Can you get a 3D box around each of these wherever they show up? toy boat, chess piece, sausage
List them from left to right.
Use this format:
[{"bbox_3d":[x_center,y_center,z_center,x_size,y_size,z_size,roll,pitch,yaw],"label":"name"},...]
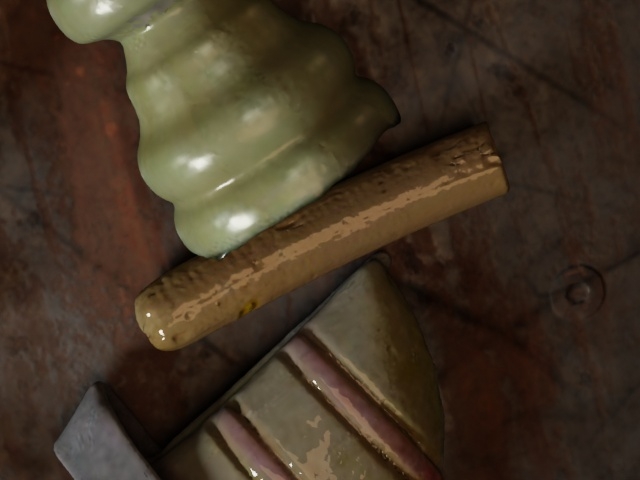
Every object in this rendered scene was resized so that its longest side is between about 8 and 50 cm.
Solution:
[{"bbox_3d":[-0.109,-0.169,1.331,0.182,0.182,0.330,-36,102,-1],"label":"chess piece"},{"bbox_3d":[-0.026,0.192,1.443,0.293,0.111,0.276,-24,90,0],"label":"toy boat"},{"bbox_3d":[0.000,-0.001,1.438,0.301,0.066,0.066,-24,107,-4],"label":"sausage"}]
